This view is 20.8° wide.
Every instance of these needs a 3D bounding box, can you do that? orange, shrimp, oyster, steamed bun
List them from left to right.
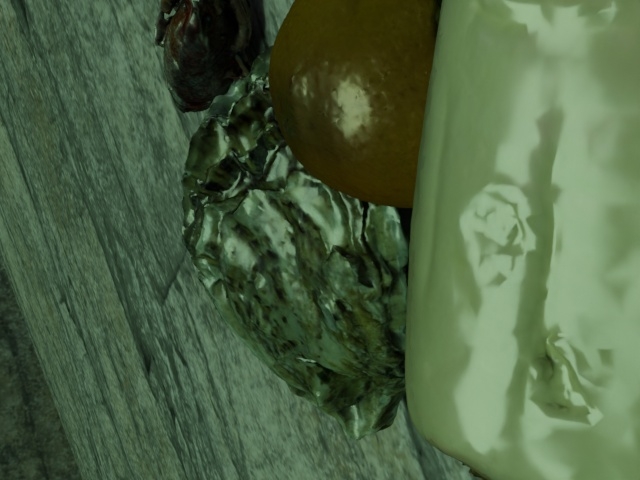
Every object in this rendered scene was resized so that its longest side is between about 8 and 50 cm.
[{"bbox_3d":[-0.081,-0.150,1.227,0.190,0.074,0.073,92,-175,-63],"label":"shrimp"},{"bbox_3d":[0.000,0.000,1.105,0.198,0.112,0.268,41,144,18],"label":"oyster"},{"bbox_3d":[0.031,-0.081,0.910,0.160,0.112,0.170,60,171,29],"label":"orange"},{"bbox_3d":[0.138,-0.019,0.604,0.200,0.170,0.226,15,111,31],"label":"steamed bun"}]

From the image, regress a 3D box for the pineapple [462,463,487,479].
[{"bbox_3d":[0.092,0.088,1.004,0.124,0.058,0.058,-113,13,-56],"label":"pineapple"}]
